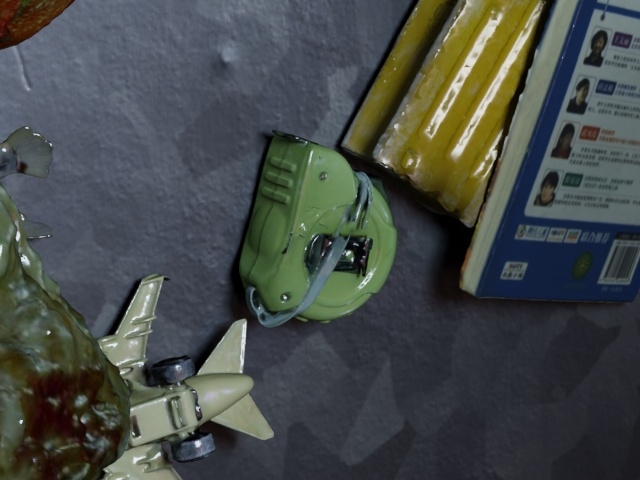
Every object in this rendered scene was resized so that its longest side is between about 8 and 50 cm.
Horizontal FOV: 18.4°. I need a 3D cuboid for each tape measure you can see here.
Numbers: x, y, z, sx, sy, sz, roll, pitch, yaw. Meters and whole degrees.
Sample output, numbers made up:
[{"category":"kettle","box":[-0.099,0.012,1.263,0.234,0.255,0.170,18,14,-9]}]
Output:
[{"category":"tape measure","box":[0.000,0.000,1.846,0.154,0.087,0.177,13,98,-38]}]

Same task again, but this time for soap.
[{"category":"soap","box":[0.145,-0.161,1.906,0.160,0.080,0.257,33,84,-40]}]

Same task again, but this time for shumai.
[{"category":"shumai","box":[-0.338,0.052,1.449,0.395,0.395,0.348,-17,108,-31]}]

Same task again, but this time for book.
[{"category":"book","box":[0.301,-0.139,1.983,0.300,0.039,0.428,4,109,-49]}]

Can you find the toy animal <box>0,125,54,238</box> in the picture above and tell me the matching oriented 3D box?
[{"category":"toy animal","box":[-0.305,-0.057,1.605,0.155,0.095,0.219,-34,120,-28]}]

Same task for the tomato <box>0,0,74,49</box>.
[{"category":"tomato","box":[-0.288,-0.289,1.454,0.303,0.303,0.239,44,62,-36]}]

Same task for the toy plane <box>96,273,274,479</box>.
[{"category":"toy plane","box":[-0.163,0.160,1.776,0.256,0.104,0.242,-18,99,-38]}]
